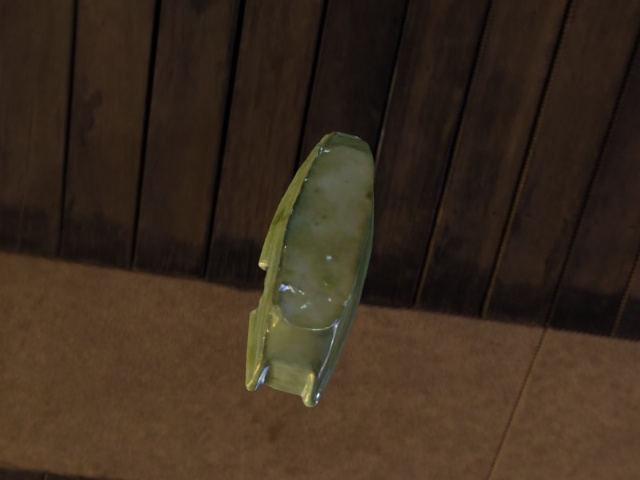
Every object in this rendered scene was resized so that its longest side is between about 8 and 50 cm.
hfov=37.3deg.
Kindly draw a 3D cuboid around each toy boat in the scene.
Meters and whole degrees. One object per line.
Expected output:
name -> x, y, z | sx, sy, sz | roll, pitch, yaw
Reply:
toy boat -> 0.000, 0.000, 0.826 | 0.093, 0.293, 0.055 | 16, 143, -2
